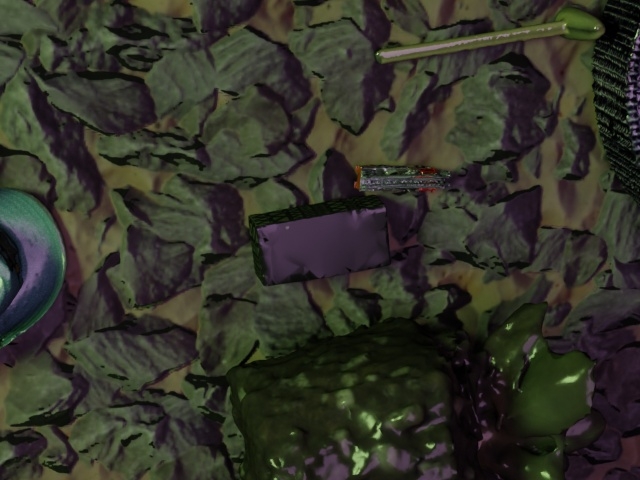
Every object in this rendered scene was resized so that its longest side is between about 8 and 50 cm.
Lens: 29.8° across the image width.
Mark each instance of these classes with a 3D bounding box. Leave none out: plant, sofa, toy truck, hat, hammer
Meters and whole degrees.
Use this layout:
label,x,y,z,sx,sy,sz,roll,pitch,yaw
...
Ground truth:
label,x,y,z,sx,sy,sz,roll,pitch,yaw
plant,0.087,0.176,1.034,0.312,0.213,0.215,-16,106,-13
sofa,0.000,0.000,1.045,0.118,0.039,0.060,-10,108,-11
toy truck,0.072,-0.054,1.051,0.083,0.032,0.024,0,103,-16
hat,-0.296,0.036,0.956,0.191,0.078,0.138,-30,110,-4
hammer,0.144,-0.168,1.025,0.195,0.060,0.028,-11,110,-7

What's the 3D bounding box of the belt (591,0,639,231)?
label,x,y,z,sx,sy,sz,roll,pitch,yaw
belt,0.377,-0.137,1.061,0.260,0.122,0.324,-18,108,-2
